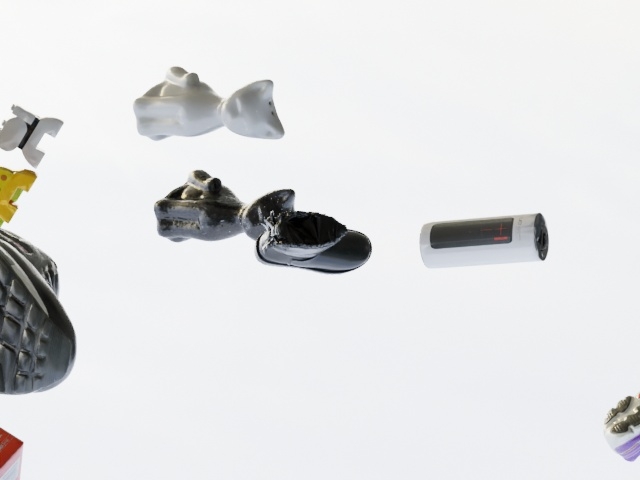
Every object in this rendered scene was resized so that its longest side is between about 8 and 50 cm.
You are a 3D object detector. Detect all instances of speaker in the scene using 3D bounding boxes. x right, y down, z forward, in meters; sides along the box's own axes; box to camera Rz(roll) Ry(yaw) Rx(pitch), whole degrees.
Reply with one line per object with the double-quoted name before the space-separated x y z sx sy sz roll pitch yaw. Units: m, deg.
"speaker" 0.182 0.001 1.733 0.136 0.055 0.055 -4 -163 26

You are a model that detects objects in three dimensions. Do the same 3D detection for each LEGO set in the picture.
"LEGO set" -0.357 -0.043 1.585 0.093 0.227 0.087 31 -173 -16

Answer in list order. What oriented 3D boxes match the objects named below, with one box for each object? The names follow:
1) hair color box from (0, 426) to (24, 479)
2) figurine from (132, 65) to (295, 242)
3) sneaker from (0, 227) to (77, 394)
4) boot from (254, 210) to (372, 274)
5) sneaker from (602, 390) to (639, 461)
"hair color box" -0.332 0.174 1.389 0.141 0.072 0.043 30 -130 12
"figurine" -0.109 -0.095 1.842 0.209 0.214 0.092 7 -156 44
"sneaker" -0.239 0.034 1.207 0.124 0.107 0.283 1 -163 -40
"boot" 0.000 -0.001 1.427 0.121 0.099 0.045 2 -104 -15
"sneaker" 0.395 0.186 1.745 0.071 0.170 0.068 54 -171 -31
